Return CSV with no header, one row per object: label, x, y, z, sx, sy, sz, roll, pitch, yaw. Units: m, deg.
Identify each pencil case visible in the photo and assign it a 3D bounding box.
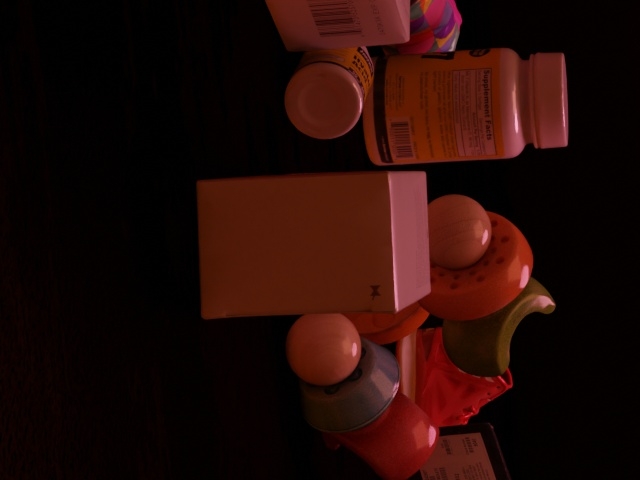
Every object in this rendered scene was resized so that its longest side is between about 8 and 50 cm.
pencil case,0.093,-0.254,1.724,0.236,0.104,0.104,49,40,-76

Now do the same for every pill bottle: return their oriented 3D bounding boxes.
pill bottle,0.154,-0.142,1.727,0.119,0.208,0.119,-2,90,-79
pill bottle,0.010,-0.133,1.365,0.116,0.065,0.065,-71,156,-64

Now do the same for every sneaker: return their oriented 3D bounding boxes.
sneaker,0.155,0.204,1.861,0.087,0.128,0.221,-64,149,-68

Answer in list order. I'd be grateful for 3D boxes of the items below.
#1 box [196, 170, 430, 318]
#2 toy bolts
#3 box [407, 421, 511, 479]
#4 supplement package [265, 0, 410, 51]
box,0.000,0.000,1.108,0.170,0.130,0.091,-11,99,-79
toy bolts,0.045,0.057,1.351,0.228,0.218,0.158,-52,136,-21
box,0.129,0.396,1.329,0.395,0.097,0.318,-106,-166,-48
supplement package,0.015,-0.256,1.313,0.105,0.105,0.179,61,28,-65
